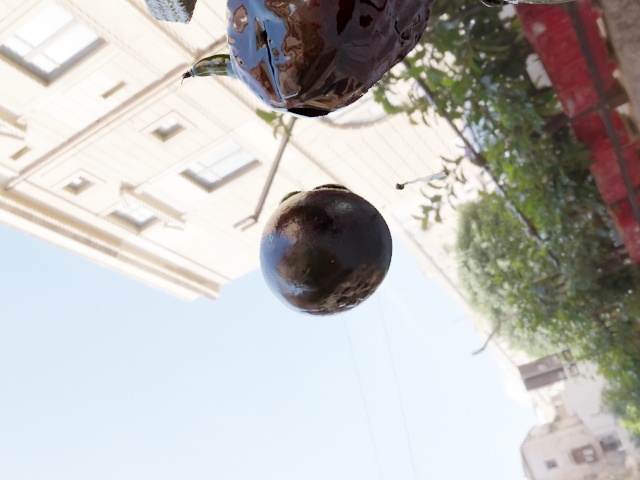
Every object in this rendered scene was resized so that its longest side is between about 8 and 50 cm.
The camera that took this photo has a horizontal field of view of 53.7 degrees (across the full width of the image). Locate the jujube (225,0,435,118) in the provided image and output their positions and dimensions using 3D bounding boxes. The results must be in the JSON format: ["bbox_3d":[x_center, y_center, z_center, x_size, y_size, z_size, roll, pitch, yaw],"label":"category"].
[{"bbox_3d":[0.020,-0.338,0.924,0.258,0.258,0.376,55,-130,-23],"label":"jujube"}]

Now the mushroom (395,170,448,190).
[{"bbox_3d":[0.227,-0.136,1.411,0.026,0.028,0.286,31,171,-12],"label":"mushroom"}]

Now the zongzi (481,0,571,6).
[{"bbox_3d":[0.260,-0.353,0.783,0.288,0.286,0.134,-146,42,-72],"label":"zongzi"}]

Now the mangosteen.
[{"bbox_3d":[0.002,0.010,1.351,0.300,0.300,0.300,47,-151,-36],"label":"mangosteen"}]

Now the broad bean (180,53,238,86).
[{"bbox_3d":[-0.151,-0.301,1.145,0.039,0.227,0.069,5,-85,-66],"label":"broad bean"}]

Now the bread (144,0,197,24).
[{"bbox_3d":[-0.296,-0.590,1.289,0.184,0.111,0.234,105,-179,-82],"label":"bread"}]
